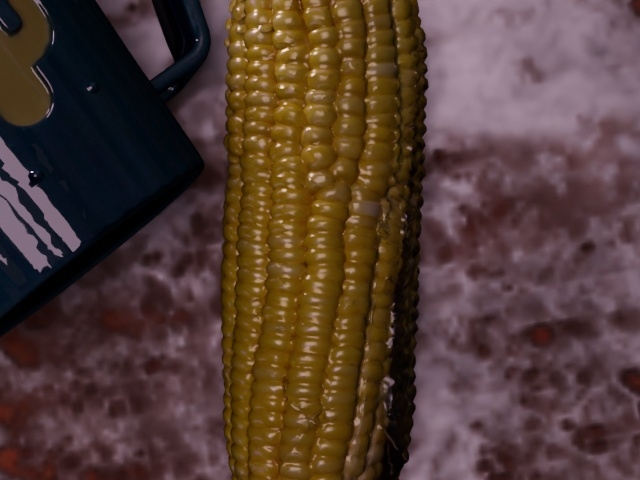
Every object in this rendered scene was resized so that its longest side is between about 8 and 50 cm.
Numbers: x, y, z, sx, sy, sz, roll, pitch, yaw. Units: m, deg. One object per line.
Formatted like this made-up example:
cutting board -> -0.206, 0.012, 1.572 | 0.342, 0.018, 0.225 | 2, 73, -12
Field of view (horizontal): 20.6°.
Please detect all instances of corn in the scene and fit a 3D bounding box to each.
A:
corn -> 0.000, 0.000, 0.609 | 0.072, 0.072, 0.203 | 2, 90, 5

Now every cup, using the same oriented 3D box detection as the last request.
cup -> -0.113, -0.063, 0.602 | 0.176, 0.131, 0.155 | -37, 90, -23
